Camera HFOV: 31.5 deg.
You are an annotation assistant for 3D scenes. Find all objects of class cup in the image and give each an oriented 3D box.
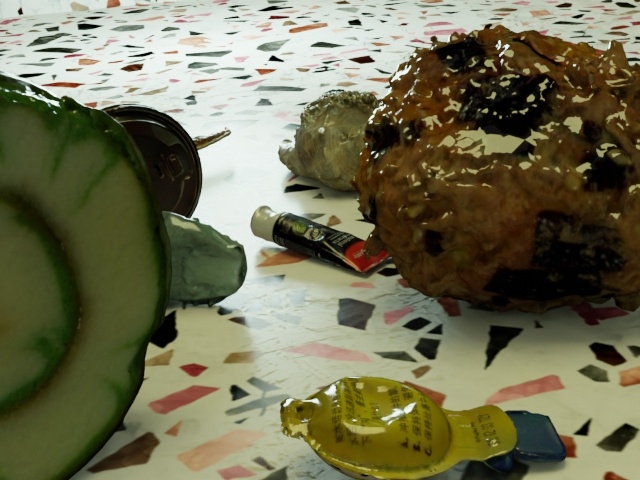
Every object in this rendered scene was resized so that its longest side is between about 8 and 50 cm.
[{"bbox_3d":[-0.283,-0.099,1.564,0.196,0.196,0.280,-12,16,-20],"label":"cup"}]

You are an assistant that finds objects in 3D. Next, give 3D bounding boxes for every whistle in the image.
[{"bbox_3d":[-0.258,0.008,1.325,0.348,0.189,0.189,7,21,-6],"label":"whistle"}]

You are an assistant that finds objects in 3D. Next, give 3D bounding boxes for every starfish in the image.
[{"bbox_3d":[-0.235,-0.141,1.814,0.213,0.057,0.238,-17,24,-12],"label":"starfish"}]

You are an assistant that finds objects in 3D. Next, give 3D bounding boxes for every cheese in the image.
[{"bbox_3d":[0.089,0.167,0.988,0.250,0.064,0.156,4,22,-5],"label":"cheese"}]

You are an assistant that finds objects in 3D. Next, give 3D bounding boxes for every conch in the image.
[{"bbox_3d":[0.030,-0.143,1.717,0.178,0.163,0.245,20,-14,-36],"label":"conch"}]

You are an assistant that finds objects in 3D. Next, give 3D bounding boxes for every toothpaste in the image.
[{"bbox_3d":[0.000,0.000,1.448,0.193,0.045,0.071,20,32,34],"label":"toothpaste"}]

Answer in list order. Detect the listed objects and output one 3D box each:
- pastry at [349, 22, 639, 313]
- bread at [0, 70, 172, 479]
[{"bbox_3d":[0.217,-0.074,1.259,0.405,0.292,0.337,25,55,31],"label":"pastry"},{"bbox_3d":[-0.302,0.051,0.939,0.129,0.366,0.382,20,53,43],"label":"bread"}]
